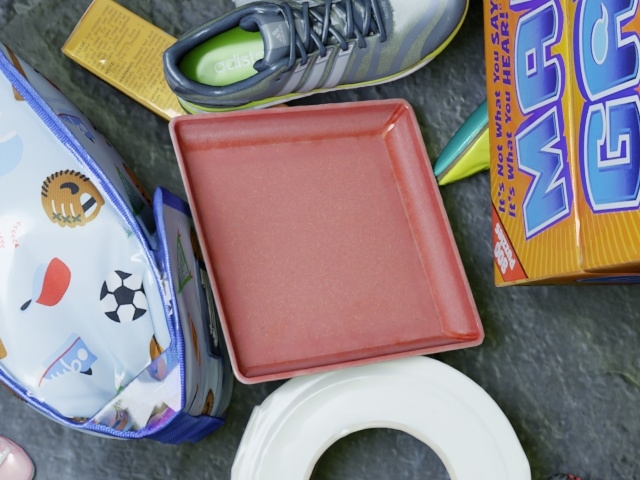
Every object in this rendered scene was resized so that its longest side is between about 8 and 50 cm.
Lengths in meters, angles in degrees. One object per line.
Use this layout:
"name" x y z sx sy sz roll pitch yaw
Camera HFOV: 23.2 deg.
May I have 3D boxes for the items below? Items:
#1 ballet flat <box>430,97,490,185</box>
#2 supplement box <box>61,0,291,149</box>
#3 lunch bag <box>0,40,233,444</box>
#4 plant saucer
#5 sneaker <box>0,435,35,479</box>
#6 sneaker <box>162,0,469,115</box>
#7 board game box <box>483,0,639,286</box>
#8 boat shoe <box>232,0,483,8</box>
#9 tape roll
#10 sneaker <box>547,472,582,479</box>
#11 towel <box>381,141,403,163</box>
"ballet flat" 0.199 -0.135 1.518 0.077 0.077 0.231 34 86 -9
"supplement box" -0.136 -0.151 1.538 0.233 0.078 0.080 30 87 6
"lunch bag" -0.229 0.021 1.406 0.239 0.328 0.385 -41 82 -1
"plant saucer" 0.000 0.000 1.444 0.258 0.048 0.259 -7 71 -28
"sneaker" -0.345 0.201 1.523 0.134 0.070 0.051 34 86 5
"sneaker" -0.008 -0.181 1.416 0.300 0.121 0.111 -20 89 12
"board game box" 0.370 -0.149 1.312 0.357 0.356 0.356 0 84 -18
"boat shoe" 0.073 -0.257 1.516 0.320 0.118 0.103 -22 88 9
"tape roll" 0.057 0.244 1.477 0.286 0.100 0.286 0 85 4
"sneaker" 0.277 0.340 1.451 0.125 0.104 0.262 -38 83 2
"towel" 0.051 0.003 1.534 0.144 0.029 0.197 -15 84 2
